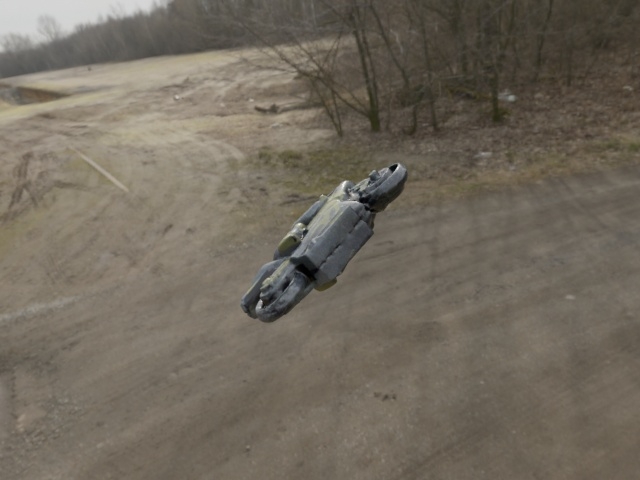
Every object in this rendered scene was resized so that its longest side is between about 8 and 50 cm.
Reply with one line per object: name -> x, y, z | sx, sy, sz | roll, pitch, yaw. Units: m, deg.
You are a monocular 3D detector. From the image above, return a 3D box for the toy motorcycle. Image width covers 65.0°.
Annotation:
toy motorcycle -> 0.000, 0.000, 0.475 | 0.193, 0.061, 0.124 | -47, 13, -12
